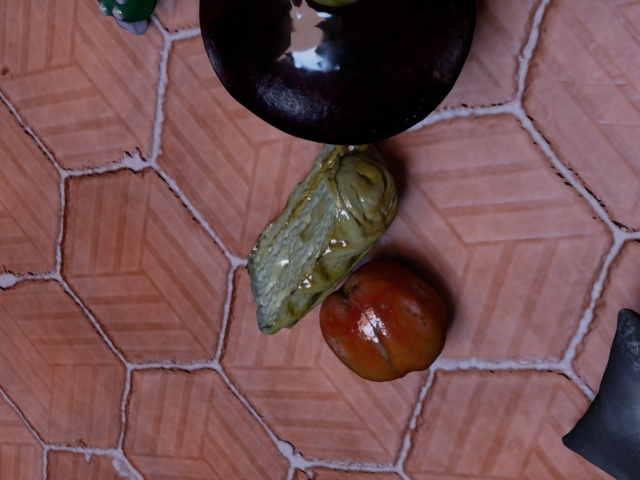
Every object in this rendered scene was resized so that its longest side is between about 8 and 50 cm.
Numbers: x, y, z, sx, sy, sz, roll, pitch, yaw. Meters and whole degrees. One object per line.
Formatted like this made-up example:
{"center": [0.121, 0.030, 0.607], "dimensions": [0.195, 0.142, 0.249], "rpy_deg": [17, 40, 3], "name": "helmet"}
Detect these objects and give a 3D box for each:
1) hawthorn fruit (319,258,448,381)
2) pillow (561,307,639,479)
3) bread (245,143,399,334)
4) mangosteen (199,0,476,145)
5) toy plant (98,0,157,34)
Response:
{"center": [0.059, 0.079, 1.042], "dimensions": [0.128, 0.128, 0.128], "rpy_deg": [15, 120, 27], "name": "hawthorn fruit"}
{"center": [0.337, 0.179, 0.913], "dimensions": [0.250, 0.106, 0.186], "rpy_deg": [28, 132, 22], "name": "pillow"}
{"center": [0.000, 0.000, 1.047], "dimensions": [0.088, 0.128, 0.232], "rpy_deg": [18, 134, -20], "name": "bread"}
{"center": [0.016, -0.199, 0.849], "dimensions": [0.228, 0.228, 0.265], "rpy_deg": [37, 159, 13], "name": "mangosteen"}
{"center": [-0.233, -0.315, 1.030], "dimensions": [0.243, 0.112, 0.232], "rpy_deg": [47, 159, 6], "name": "toy plant"}
